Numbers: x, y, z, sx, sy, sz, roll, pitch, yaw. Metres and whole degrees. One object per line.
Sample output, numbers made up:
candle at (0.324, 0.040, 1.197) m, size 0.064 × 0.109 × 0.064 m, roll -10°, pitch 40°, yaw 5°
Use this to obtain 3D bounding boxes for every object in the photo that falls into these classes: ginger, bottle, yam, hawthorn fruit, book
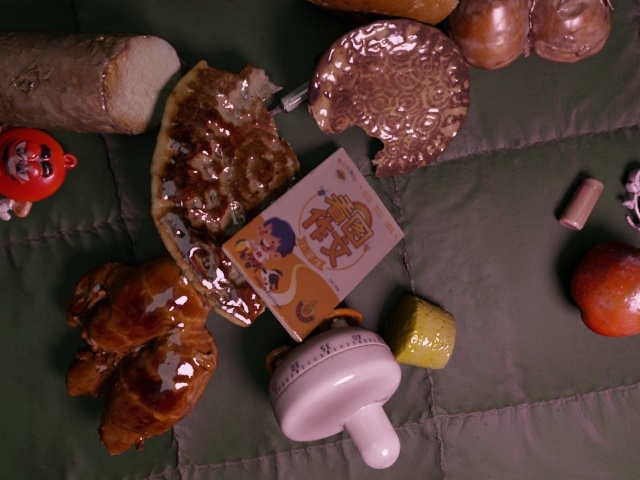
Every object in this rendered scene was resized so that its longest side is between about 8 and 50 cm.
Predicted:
ginger at (0.348, -0.394, 0.846) m, size 0.375 × 0.256 × 0.176 m, roll -14°, pitch 61°, yaw 14°
bottle at (0.494, -0.070, 0.957) m, size 0.045 × 0.045 × 0.096 m, roll 30°, pitch 91°, yaw -5°
yam at (-0.395, -0.257, 0.814) m, size 0.304 × 0.168 × 0.168 m, roll 7°, pitch 95°, yaw 10°
hawthorn fruit at (0.541, 0.092, 0.916) m, size 0.173 × 0.173 × 0.172 m, roll 0°, pitch 95°, yaw -3°
ginger at (-0.317, 0.192, 0.888) m, size 0.274 × 0.152 × 0.357 m, roll -1°, pitch 94°, yaw -2°
book at (0.000, 0.000, 0.878) m, size 0.295 × 0.020 × 0.208 m, roll -43°, pitch 102°, yaw -26°

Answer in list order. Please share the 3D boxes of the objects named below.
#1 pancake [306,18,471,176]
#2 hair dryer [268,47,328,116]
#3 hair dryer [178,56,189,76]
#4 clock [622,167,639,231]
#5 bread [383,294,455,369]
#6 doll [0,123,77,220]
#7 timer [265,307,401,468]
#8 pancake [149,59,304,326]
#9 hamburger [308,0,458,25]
pancake at (0.118, -0.229, 0.856) m, size 0.288 × 0.033 × 0.286 m, roll -4°, pitch 134°, yaw -10°
hair dryer at (-0.023, -0.263, 0.918) m, size 0.198 × 0.057 × 0.100 m, roll -29°, pitch 96°, yaw 9°
hair dryer at (-0.320, -0.314, 0.902) m, size 0.154 × 0.054 × 0.106 m, roll 39°, pitch 98°, yaw 5°
clock at (0.621, -0.075, 0.963) m, size 0.087 × 0.041 × 0.129 m, roll -37°, pitch 100°, yaw -2°
bread at (0.183, 0.174, 0.937) m, size 0.114 × 0.111 × 0.129 m, roll 18°, pitch 98°, yaw -12°
doll at (-0.538, -0.126, 0.885) m, size 0.217 × 0.085 × 0.183 m, roll 5°, pitch 94°, yaw 6°
timer at (0.035, 0.267, 0.867) m, size 0.233 × 0.233 × 0.240 m, roll -32°, pitch 54°, yaw 0°
pancake at (-0.141, -0.089, 0.858) m, size 0.305 × 0.067 × 0.426 m, roll -28°, pitch 99°, yaw -28°
hamburger at (0.098, -0.416, 0.803) m, size 0.211 × 0.309 × 0.132 m, roll 6°, pitch 107°, yaw -32°
